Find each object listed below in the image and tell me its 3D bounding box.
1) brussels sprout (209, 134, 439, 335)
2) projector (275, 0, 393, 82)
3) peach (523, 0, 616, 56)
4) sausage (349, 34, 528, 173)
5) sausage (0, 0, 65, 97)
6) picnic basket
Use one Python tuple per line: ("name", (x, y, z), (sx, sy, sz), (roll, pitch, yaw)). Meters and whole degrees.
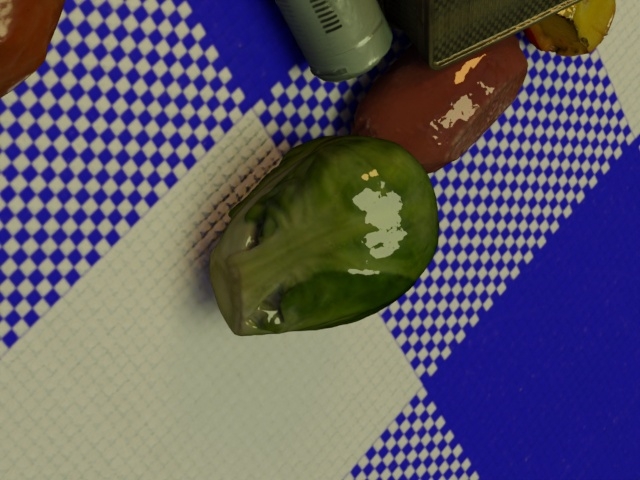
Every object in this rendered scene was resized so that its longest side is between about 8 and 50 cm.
("brussels sprout", (0.000, 0.000, 1.670), (0.271, 0.219, 0.210), (-27, 103, -10))
("projector", (-0.030, -0.334, 1.611), (0.108, 0.108, 0.337), (-45, 127, -22))
("peach", (0.317, -0.316, 1.908), (0.151, 0.118, 0.151), (0, 85, -5))
("sausage", (0.150, -0.178, 1.791), (0.254, 0.148, 0.148), (-51, 129, -15))
("sausage", (-0.308, -0.250, 1.365), (0.268, 0.153, 0.141), (-71, 161, -1))
("picnic basket", (0.189, -0.332, 1.700), (0.267, 0.139, 0.165), (-27, 151, -11))
